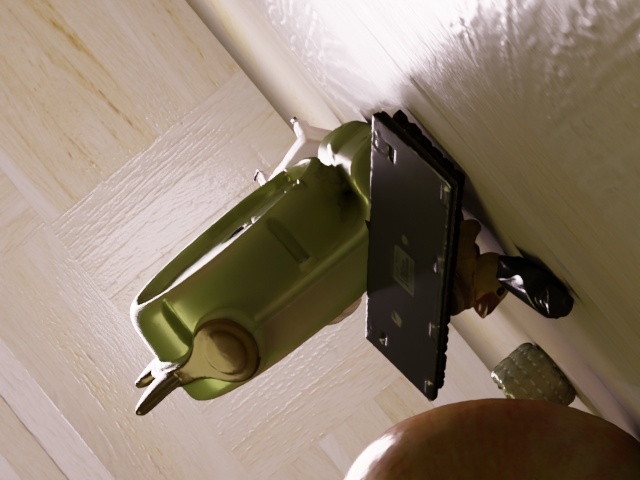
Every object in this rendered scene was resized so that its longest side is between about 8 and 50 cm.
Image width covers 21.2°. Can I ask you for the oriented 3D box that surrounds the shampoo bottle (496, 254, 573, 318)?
[{"bbox_3d":[0.161,0.036,1.284,0.048,0.027,0.137,49,180,-13],"label":"shampoo bottle"}]

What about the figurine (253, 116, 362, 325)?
[{"bbox_3d":[-0.005,-0.005,2.055,0.144,0.182,0.256,29,-137,-38],"label":"figurine"}]

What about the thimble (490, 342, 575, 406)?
[{"bbox_3d":[0.231,0.158,1.877,0.084,0.062,0.110,51,179,-3],"label":"thimble"}]

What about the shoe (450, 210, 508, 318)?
[{"bbox_3d":[0.116,0.011,1.465,0.109,0.069,0.072,40,150,32],"label":"shoe"}]

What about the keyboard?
[{"bbox_3d":[0.076,0.016,1.428,0.106,0.027,0.317,46,156,27],"label":"keyboard"}]

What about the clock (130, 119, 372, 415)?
[{"bbox_3d":[-0.056,0.030,1.647,0.117,0.348,0.286,51,179,-9],"label":"clock"}]

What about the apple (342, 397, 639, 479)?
[{"bbox_3d":[0.180,0.334,1.590,0.391,0.391,0.346,51,-179,13],"label":"apple"}]
